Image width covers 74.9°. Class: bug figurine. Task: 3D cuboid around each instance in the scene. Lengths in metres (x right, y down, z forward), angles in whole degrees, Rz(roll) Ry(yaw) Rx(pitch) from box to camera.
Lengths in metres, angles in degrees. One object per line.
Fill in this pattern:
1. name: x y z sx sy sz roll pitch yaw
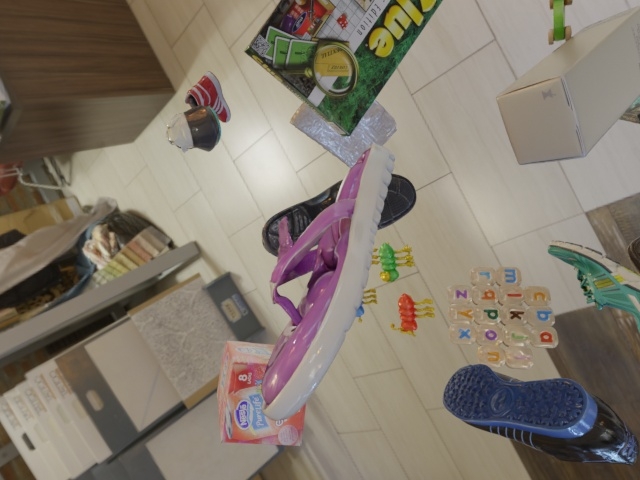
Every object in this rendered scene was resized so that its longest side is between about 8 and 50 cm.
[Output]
1. bug figurine: 0.133 0.109 0.983 0.278 0.072 0.217 1 104 59

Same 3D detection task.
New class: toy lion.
1. toy lion: 0.365 -0.369 0.637 0.034 0.096 0.100 2 83 32

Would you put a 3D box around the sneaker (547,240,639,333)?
1. sneaker: 0.614 0.092 0.912 0.275 0.106 0.110 46 112 38

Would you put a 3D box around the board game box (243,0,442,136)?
1. board game box: 0.051 -0.254 0.428 0.260 0.136 0.030 -56 27 -1

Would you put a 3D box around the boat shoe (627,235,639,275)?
1. boat shoe: 0.790 0.089 0.819 0.132 0.130 0.355 -43 47 4

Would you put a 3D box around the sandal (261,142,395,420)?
1. sandal: -0.006 0.011 0.495 0.102 0.417 0.169 27 130 -3

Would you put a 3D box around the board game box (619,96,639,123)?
1. board game box: 0.744 -0.324 0.962 0.126 0.186 0.026 -32 104 18

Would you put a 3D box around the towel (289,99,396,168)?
1. towel: 0.072 -0.314 1.124 0.187 0.282 0.049 -48 42 19

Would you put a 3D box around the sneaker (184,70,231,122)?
1. sneaker: -0.209 -0.248 0.776 0.042 0.067 0.118 35 162 18

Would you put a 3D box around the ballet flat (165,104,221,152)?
1. ballet flat: -0.211 -0.172 0.669 0.203 0.074 0.074 25 128 63

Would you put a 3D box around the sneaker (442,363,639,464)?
1. sneaker: 0.239 0.206 0.492 0.090 0.082 0.232 38 161 -7

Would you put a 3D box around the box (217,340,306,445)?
1. box: -0.133 0.308 0.888 0.300 0.153 0.142 158 120 -75

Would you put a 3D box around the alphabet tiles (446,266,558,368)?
1. alphabet tiles: 0.498 0.209 1.165 0.277 0.021 0.285 -1 65 10

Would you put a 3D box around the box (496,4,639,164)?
1. box: 0.372 -0.222 0.590 0.094 0.275 0.113 3 125 58

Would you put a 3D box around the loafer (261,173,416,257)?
1. loafer: 0.030 -0.049 0.781 0.095 0.302 0.109 158 92 -75
